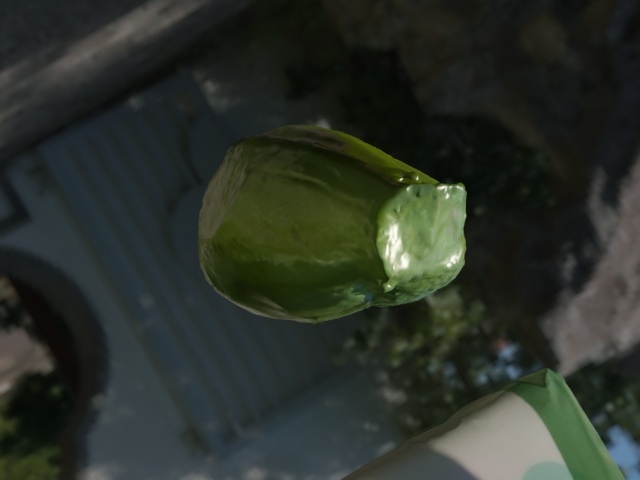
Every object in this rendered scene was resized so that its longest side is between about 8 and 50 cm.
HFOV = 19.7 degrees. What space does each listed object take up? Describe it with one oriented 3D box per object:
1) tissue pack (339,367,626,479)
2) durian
[{"bbox_3d":[0.034,0.245,0.837,0.194,0.266,0.356,-37,170,39],"label":"tissue pack"},{"bbox_3d":[0.000,0.000,1.028,0.101,0.139,0.250,-68,-164,-14],"label":"durian"}]
